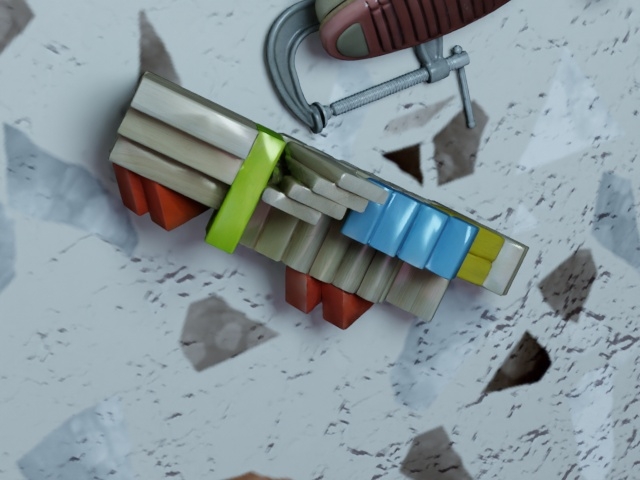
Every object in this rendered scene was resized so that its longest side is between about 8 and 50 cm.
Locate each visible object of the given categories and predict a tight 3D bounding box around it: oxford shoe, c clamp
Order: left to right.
[{"bbox_3d":[0.039,-0.125,1.257,0.161,0.022,0.137,-17,114,-20],"label":"c clamp"},{"bbox_3d":[0.125,-0.258,1.217,0.348,0.123,0.130,-35,74,-6],"label":"oxford shoe"}]

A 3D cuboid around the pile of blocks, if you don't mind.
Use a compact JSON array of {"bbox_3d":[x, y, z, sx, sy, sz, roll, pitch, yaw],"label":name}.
[{"bbox_3d":[0.000,0.000,1.208,0.362,0.149,0.112,22,96,-30],"label":"pile of blocks"}]
